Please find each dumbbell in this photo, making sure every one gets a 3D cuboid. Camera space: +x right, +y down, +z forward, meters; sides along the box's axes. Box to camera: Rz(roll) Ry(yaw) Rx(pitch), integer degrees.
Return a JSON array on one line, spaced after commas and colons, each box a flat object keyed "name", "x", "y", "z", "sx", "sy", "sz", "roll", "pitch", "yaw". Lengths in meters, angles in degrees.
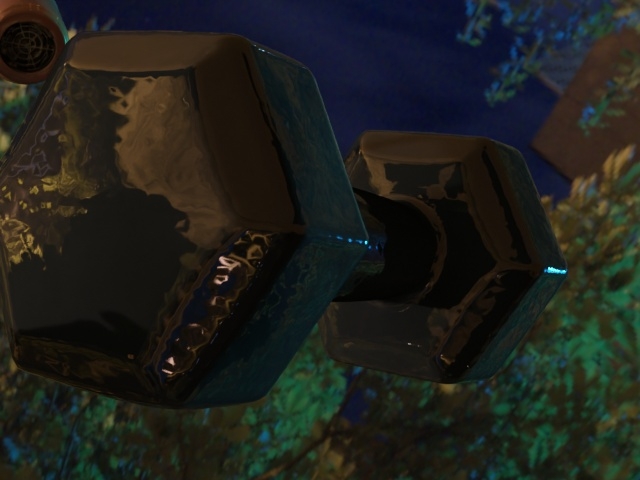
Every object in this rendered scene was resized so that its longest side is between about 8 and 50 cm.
[{"name": "dumbbell", "x": 0.000, "y": 0.000, "z": 0.533, "sx": 0.144, "sy": 0.160, "sz": 0.325, "roll": 43, "pitch": -163, "yaw": 26}]

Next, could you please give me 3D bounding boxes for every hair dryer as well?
[{"name": "hair dryer", "x": -0.158, "y": -0.066, "z": 0.481, "sx": 0.037, "sy": 0.114, "sz": 0.063, "roll": 37, "pitch": -169, "yaw": -35}]
